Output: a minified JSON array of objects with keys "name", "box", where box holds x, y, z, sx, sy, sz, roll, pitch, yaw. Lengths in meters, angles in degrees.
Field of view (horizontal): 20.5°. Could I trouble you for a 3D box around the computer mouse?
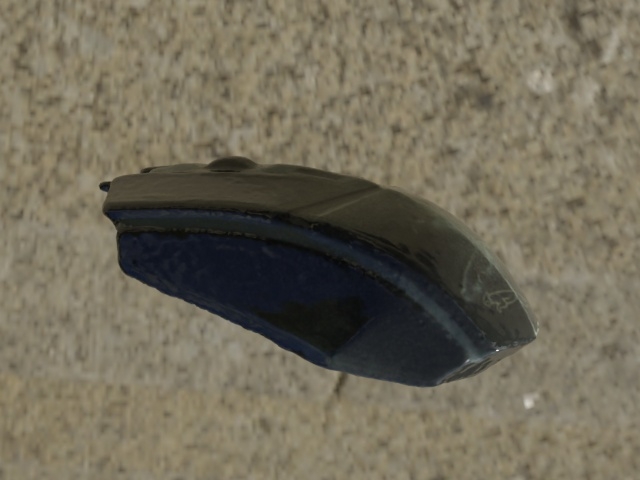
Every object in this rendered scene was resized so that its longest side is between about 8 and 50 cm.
[{"name":"computer mouse","box":[0.000,-0.002,0.846,0.231,0.126,0.071,23,111,21]}]
